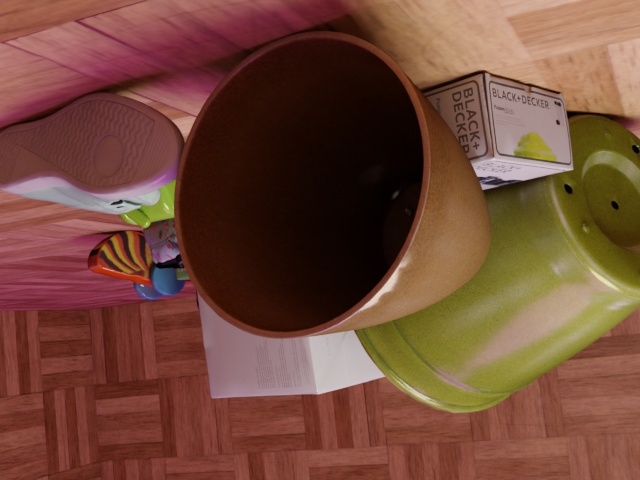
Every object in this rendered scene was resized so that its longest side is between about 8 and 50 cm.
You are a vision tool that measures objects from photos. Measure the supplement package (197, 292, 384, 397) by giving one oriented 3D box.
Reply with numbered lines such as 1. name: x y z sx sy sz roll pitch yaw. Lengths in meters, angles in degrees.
1. supplement package: -0.046 0.154 1.471 0.262 0.199 0.198 -12 174 43

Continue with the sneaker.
1. sneaker: -0.188 -0.076 0.831 0.255 0.094 0.151 1 174 38

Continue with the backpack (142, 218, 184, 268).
1. backpack: -0.176 -0.021 1.215 0.152 0.115 0.182 -14 -179 -37

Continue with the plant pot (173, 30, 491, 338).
1. plant pot: 0.047 -0.023 0.745 0.237 0.237 0.254 -10 164 33

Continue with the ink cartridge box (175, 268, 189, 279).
1. ink cartridge box: -0.083 -0.007 1.433 0.278 0.117 0.201 -11 172 39

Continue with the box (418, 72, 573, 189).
1. box: 0.113 -0.097 0.965 0.290 0.087 0.169 -12 171 42

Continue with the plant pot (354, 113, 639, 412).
1. plant pot: 0.272 0.014 1.141 0.366 0.367 0.353 -2 161 -33

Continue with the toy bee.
1. toy bee: -0.301 0.042 1.673 0.195 0.162 0.298 -1 153 33

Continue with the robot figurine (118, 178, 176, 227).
1. robot figurine: -0.217 -0.057 1.094 0.115 0.067 0.101 -10 -156 24
